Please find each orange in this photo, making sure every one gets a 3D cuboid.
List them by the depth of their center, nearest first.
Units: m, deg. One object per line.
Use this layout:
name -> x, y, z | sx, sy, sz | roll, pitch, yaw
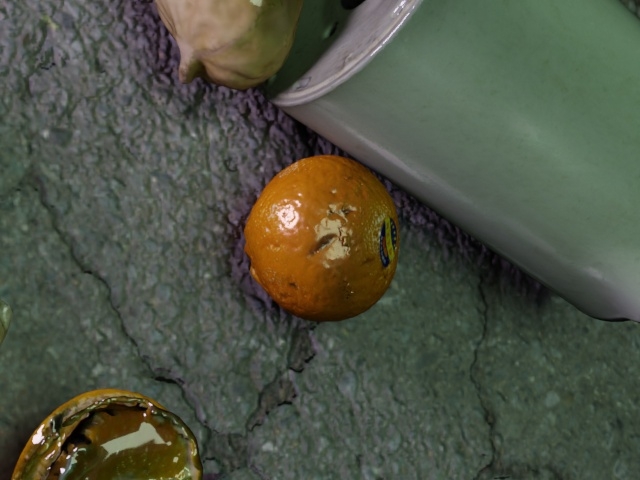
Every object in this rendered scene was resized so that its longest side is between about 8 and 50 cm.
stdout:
orange -> -0.158, 0.188, 1.450 | 0.170, 0.112, 0.160 | -44, 115, 2
orange -> 0.000, -0.002, 1.591 | 0.135, 0.118, 0.135 | 8, 90, -75

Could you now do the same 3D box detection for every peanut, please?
peanut -> -0.061, -0.263, 1.590 | 0.159, 0.143, 0.291 | 34, 60, -26

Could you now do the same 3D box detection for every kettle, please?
kettle -> 0.167, -0.152, 1.692 | 0.377, 0.250, 0.361 | 36, 34, -25

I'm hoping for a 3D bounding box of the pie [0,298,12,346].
pie -> -0.330, 0.041, 1.401 | 0.218, 0.052, 0.185 | 52, 56, -16
